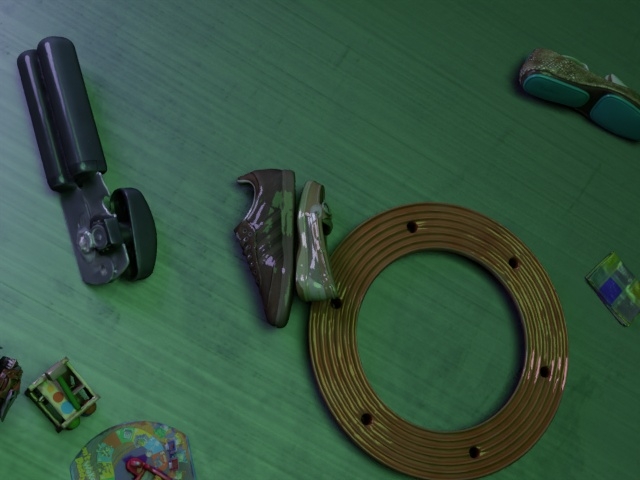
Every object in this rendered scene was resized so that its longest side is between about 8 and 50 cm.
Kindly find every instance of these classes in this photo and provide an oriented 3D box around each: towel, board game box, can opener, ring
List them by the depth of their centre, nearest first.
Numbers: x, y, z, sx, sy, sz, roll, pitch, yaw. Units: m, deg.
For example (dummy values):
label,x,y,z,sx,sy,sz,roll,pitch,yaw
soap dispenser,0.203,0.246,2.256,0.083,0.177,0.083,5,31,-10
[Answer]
label,x,y,z,sx,sy,sz,roll,pitch,yaw
board game box,-0.192,0.277,1.312,0.133,0.033,0.168,-9,80,-20
can opener,-0.257,-0.087,1.371,0.095,0.076,0.283,-5,76,-52
ring,0.143,0.119,1.464,0.337,0.032,0.336,5,75,-17
towel,0.384,0.062,1.569,0.060,0.009,0.083,-40,92,-22

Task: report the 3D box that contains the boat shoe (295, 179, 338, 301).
label,x,y,z,sx,sy,sz,roll,pitch,yaw
boat shoe,0.000,0.000,1.416,0.048,0.056,0.153,-3,58,10

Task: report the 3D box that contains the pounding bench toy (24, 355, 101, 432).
label,x,y,z,sx,sy,sz,roll,pitch,yaw
pounding bench toy,-0.267,0.164,1.287,0.052,0.083,0.065,-41,91,-23

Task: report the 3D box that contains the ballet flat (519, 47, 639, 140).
label,x,y,z,sx,sy,sz,roll,pitch,yaw
ballet flat,0.356,-0.197,1.593,0.206,0.073,0.067,23,57,-16

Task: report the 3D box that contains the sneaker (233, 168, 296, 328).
label,x,y,z,sx,sy,sz,roll,pitch,yaw
sneaker,-0.065,0.009,1.414,0.071,0.066,0.188,1,73,1

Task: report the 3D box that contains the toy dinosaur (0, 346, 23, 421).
label,x,y,z,sx,sy,sz,roll,pitch,yaw
toy dinosaur,-0.428,0.174,1.137,0.218,0.164,0.322,61,31,-11
